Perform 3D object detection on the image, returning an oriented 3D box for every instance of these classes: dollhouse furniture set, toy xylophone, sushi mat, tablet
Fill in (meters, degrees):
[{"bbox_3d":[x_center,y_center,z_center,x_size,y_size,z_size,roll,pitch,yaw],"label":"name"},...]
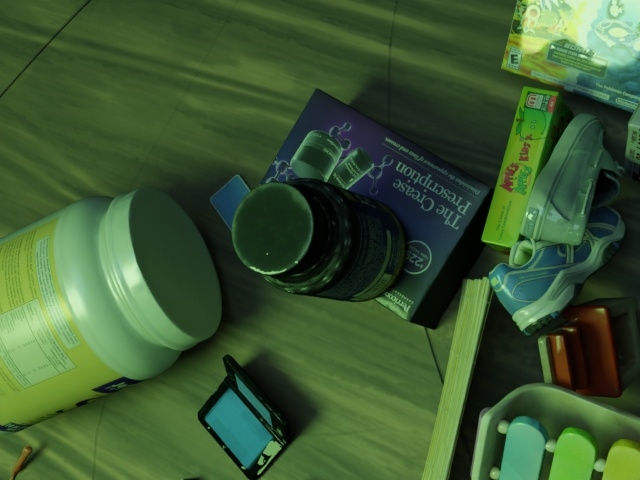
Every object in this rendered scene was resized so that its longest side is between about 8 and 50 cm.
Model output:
[{"bbox_3d":[0.368,0.114,1.079,0.259,0.135,0.262,-4,101,41],"label":"dollhouse furniture set"},{"bbox_3d":[0.309,0.268,1.081,0.322,0.081,0.236,13,129,28],"label":"toy xylophone"},{"bbox_3d":[0.143,0.196,1.203,0.019,0.151,0.317,14,85,-1],"label":"sushi mat"},{"bbox_3d":[-0.107,-0.041,1.432,0.054,0.006,0.083,-41,68,11],"label":"tablet"}]

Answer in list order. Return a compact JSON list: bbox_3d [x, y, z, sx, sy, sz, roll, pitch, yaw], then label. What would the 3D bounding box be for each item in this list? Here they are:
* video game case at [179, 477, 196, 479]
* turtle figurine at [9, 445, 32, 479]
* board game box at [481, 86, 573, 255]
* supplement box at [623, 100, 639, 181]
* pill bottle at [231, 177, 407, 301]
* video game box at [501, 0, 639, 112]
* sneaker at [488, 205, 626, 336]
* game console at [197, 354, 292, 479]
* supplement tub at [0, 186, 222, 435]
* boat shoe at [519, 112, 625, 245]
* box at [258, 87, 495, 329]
[{"bbox_3d":[-0.200,0.452,1.361,0.210,0.042,0.232,-33,69,14],"label":"video game case"},{"bbox_3d":[-0.439,0.426,1.445,0.269,0.087,0.217,-48,66,9],"label":"turtle figurine"},{"bbox_3d":[0.239,-0.074,1.239,0.043,0.092,0.181,15,86,25],"label":"board game box"},{"bbox_3d":[0.439,-0.074,1.114,0.239,0.130,0.073,26,77,21],"label":"supplement box"},{"bbox_3d":[0.000,0.000,1.150,0.122,0.219,0.123,-3,82,25],"label":"pill bottle"},{"bbox_3d":[0.321,-0.254,1.217,0.205,0.048,0.187,23,118,26],"label":"video game box"},{"bbox_3d":[0.259,0.013,1.165,0.081,0.211,0.080,46,139,4],"label":"sneaker"},{"bbox_3d":[-0.100,0.221,1.346,0.071,0.107,0.122,-38,65,-18],"label":"game console"},{"bbox_3d":[-0.318,0.087,1.371,0.331,0.241,0.241,-23,72,18],"label":"supplement tub"},{"bbox_3d":[0.284,-0.062,1.173,0.081,0.227,0.079,22,130,15],"label":"boat shoe"},{"bbox_3d":[0.066,-0.039,1.306,0.261,0.103,0.184,32,97,25],"label":"box"}]
